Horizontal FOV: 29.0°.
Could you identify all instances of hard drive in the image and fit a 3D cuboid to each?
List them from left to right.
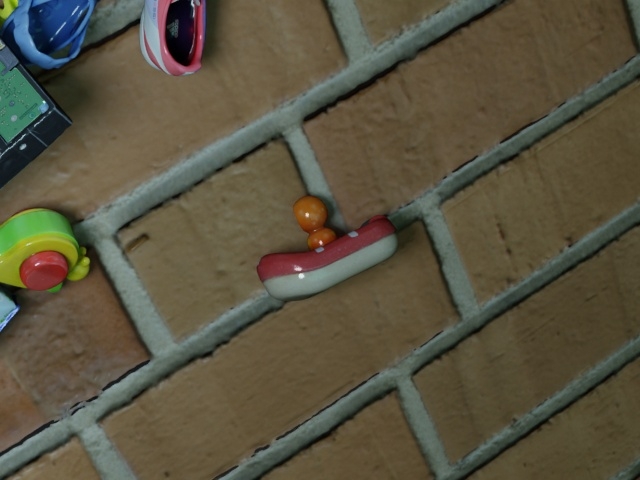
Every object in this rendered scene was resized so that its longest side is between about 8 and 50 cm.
[{"bbox_3d":[-0.513,-0.123,1.586,0.339,0.237,0.064,-43,158,-1],"label":"hard drive"}]

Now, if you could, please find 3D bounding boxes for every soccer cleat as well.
[{"bbox_3d":[-0.203,-0.388,1.731,0.109,0.116,0.318,-9,112,-25],"label":"soccer cleat"}]

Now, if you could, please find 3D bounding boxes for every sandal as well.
[{"bbox_3d":[-0.320,-0.345,1.645,0.126,0.138,0.317,26,106,-34],"label":"sandal"}]

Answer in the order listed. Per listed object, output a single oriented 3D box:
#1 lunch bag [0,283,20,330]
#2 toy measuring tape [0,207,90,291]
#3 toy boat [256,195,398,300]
[{"bbox_3d":[-0.523,0.107,1.748,0.129,0.096,0.151,42,88,-20],"label":"lunch bag"},{"bbox_3d":[-0.442,-0.005,1.717,0.330,0.121,0.121,22,97,-48],"label":"toy measuring tape"},{"bbox_3d":[0.000,0.000,1.982,0.231,0.151,0.151,-25,87,-18],"label":"toy boat"}]
